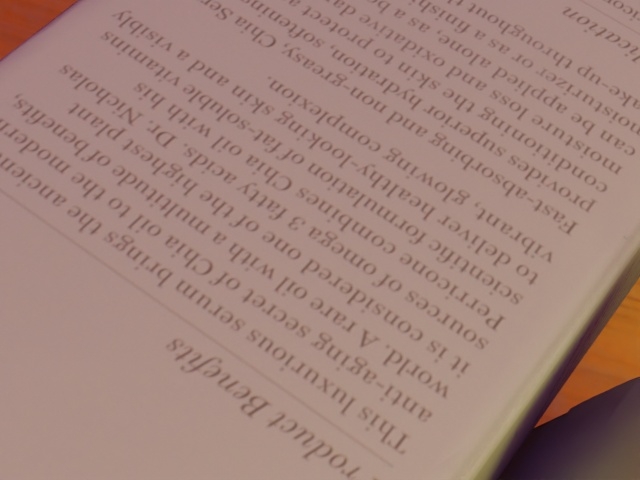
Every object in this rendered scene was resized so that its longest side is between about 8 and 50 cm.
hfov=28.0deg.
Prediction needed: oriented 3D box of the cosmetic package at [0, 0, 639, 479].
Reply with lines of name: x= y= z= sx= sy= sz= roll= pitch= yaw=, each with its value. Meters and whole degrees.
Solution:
cosmetic package: x=0.000 y=0.000 z=0.528 sx=0.230 sy=0.161 sz=0.453 roll=34 pitch=56 yaw=15

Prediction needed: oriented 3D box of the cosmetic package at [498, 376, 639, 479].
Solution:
cosmetic package: x=0.243 y=0.202 z=0.508 sx=0.377 sy=0.284 sz=0.097 roll=36 pitch=66 yaw=1
